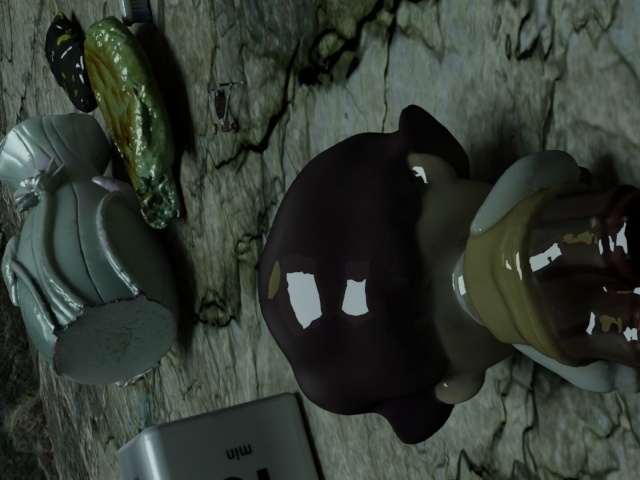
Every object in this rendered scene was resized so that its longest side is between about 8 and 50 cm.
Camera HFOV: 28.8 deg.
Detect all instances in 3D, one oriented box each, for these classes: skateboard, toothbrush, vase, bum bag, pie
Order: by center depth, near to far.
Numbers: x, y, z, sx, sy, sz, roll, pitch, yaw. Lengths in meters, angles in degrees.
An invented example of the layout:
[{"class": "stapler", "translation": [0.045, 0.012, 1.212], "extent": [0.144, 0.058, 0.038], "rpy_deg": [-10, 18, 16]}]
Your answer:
[{"class": "skateboard", "translation": [-0.111, -0.170, 1.448], "extent": [0.083, 0.032, 0.064], "rpy_deg": [110, 152, -57]}, {"class": "toothbrush", "translation": [-0.283, -0.498, 1.675], "extent": [0.042, 0.040, 0.418], "rpy_deg": [-174, 73, -69]}, {"class": "pie", "translation": [-0.260, -0.169, 1.730], "extent": [0.302, 0.066, 0.303], "rpy_deg": [161, 90, -75]}, {"class": "vase", "translation": [-0.362, 0.000, 1.890], "extent": [0.250, 0.249, 0.445], "rpy_deg": [100, 152, -43]}, {"class": "bum bag", "translation": [-0.418, -0.304, 2.074], "extent": [0.232, 0.060, 0.107], "rpy_deg": [50, 136, 46]}]

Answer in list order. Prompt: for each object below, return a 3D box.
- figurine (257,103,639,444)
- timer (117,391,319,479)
[{"class": "figurine", "translation": [0.115, 0.013, 0.867], "extent": [0.365, 0.206, 0.218], "rpy_deg": [-11, 115, 44]}, {"class": "timer", "translation": [-0.115, 0.306, 1.475], "extent": [0.194, 0.192, 0.195], "rpy_deg": [136, 119, -64]}]
